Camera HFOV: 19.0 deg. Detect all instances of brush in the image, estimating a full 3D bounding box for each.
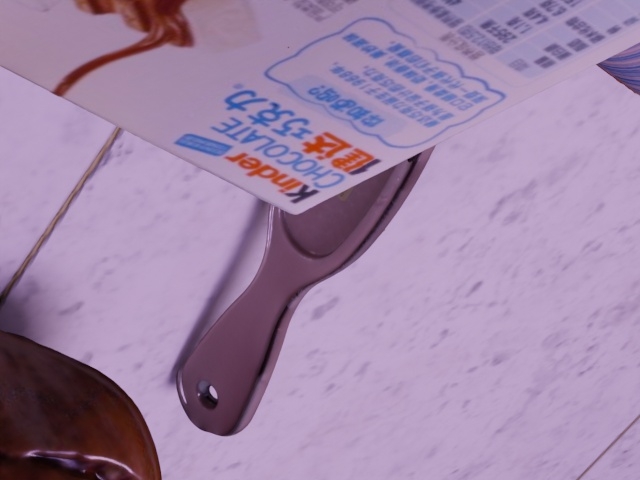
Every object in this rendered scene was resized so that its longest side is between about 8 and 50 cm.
[{"bbox_3d":[0.002,0.001,1.025,0.067,0.072,0.313,-21,151,-43],"label":"brush"}]

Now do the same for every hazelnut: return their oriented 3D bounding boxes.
[{"bbox_3d":[-0.169,0.134,0.976,0.182,0.182,0.182,-22,148,-15],"label":"hazelnut"}]

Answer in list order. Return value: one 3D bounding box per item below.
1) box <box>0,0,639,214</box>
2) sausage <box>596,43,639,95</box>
[{"bbox_3d":[-0.001,-0.119,0.748,0.265,0.048,0.273,-26,146,31],"label":"box"},{"bbox_3d":[0.105,-0.150,0.872,0.093,0.093,0.312,-42,147,17],"label":"sausage"}]
